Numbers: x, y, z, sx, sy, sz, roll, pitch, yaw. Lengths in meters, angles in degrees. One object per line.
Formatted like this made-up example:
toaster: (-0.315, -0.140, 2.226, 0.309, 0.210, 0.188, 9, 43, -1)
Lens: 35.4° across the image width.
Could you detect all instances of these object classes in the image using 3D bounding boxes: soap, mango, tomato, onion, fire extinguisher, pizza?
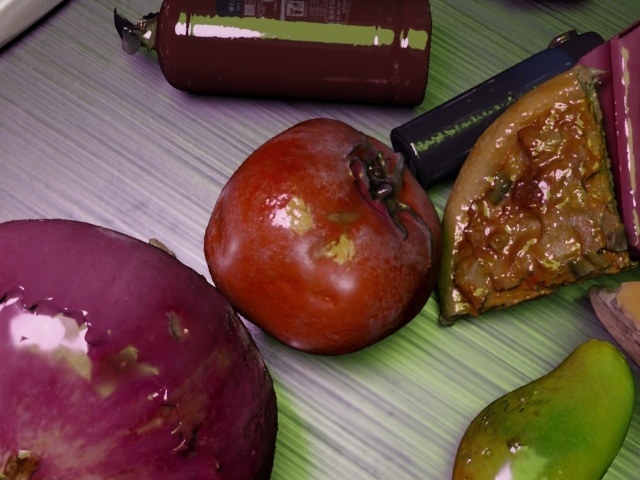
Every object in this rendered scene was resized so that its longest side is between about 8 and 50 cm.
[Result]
soap: (0.336, -0.105, 0.984, 0.162, 0.099, 0.250, -4, 86, -13)
mango: (0.204, 0.190, 0.932, 0.125, 0.111, 0.233, 35, 76, 4)
tomato: (0.002, 0.003, 0.937, 0.188, 0.232, 0.232, -34, 73, 33)
onion: (-0.208, 0.160, 0.860, 0.358, 0.345, 0.358, -1, 86, 14)
fire extinguisher: (-0.058, -0.210, 1.046, 0.337, 0.135, 0.114, 4, 116, 0)
pizza: (0.205, -0.023, 0.948, 0.197, 0.058, 0.292, 41, 110, 32)

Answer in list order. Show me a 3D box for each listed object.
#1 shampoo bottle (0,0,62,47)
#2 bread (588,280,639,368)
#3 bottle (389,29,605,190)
shampoo bottle: (-0.355, -0.245, 1.081, 0.212, 0.049, 0.072, -40, 74, -11)
bread: (0.368, 0.141, 0.914, 0.224, 0.183, 0.211, 3, 80, 2)
bottle: (0.191, -0.140, 1.041, 0.244, 0.072, 0.082, -27, 78, -8)
